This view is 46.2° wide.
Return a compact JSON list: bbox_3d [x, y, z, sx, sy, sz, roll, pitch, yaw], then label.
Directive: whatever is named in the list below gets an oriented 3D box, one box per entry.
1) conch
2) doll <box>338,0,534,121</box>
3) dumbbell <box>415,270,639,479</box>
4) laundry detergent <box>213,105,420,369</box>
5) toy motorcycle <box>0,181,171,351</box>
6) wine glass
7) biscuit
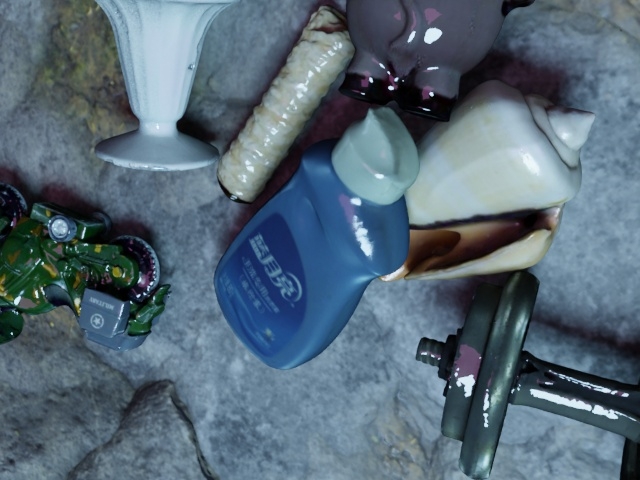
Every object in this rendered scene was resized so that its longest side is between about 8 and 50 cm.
[{"bbox_3d":[0.144,-0.050,0.690,0.255,0.127,0.158,-24,93,50],"label":"conch"},{"bbox_3d":[0.103,-0.231,0.622,0.182,0.117,0.257,18,88,14],"label":"doll"},{"bbox_3d":[0.223,0.136,0.645,0.289,0.192,0.192,15,107,16],"label":"dumbbell"},{"bbox_3d":[0.000,0.000,0.698,0.143,0.094,0.290,56,138,19],"label":"laundry detergent"},{"bbox_3d":[-0.306,0.052,0.870,0.274,0.125,0.187,19,99,16],"label":"toy motorcycle"},{"bbox_3d":[-0.157,-0.179,0.745,0.164,0.165,0.197,11,114,18],"label":"wine glass"},{"bbox_3d":[-0.038,-0.131,0.757,0.061,0.055,0.219,46,114,17],"label":"biscuit"}]
